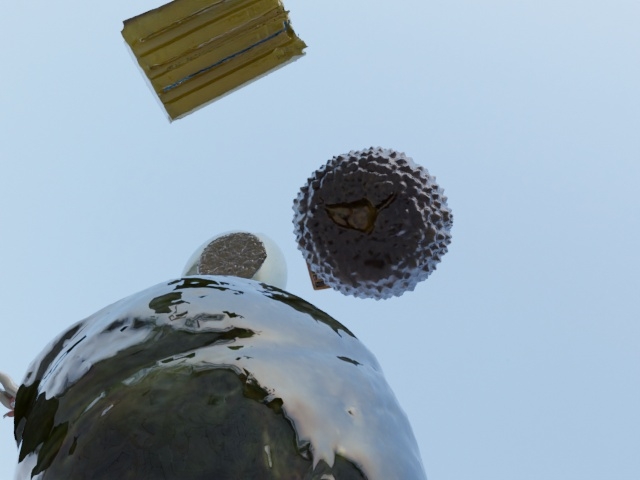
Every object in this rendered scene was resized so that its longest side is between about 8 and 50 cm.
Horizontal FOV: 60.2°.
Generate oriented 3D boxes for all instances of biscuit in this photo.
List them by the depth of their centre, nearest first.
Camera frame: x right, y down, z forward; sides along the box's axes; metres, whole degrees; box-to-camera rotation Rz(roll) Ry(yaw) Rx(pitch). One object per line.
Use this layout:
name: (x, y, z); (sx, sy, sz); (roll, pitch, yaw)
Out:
biscuit: (-0.145, 0.030, 0.902); (0.120, 0.015, 0.120); (-8, -134, 8)

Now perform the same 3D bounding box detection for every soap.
soap: (-0.211, -0.397, 1.122); (0.325, 0.096, 0.204); (-30, -75, -13)

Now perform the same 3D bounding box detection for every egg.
egg: (-0.231, 0.106, 1.544); (0.279, 0.336, 0.278); (7, -69, 17)

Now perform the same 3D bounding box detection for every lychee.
lychee: (0.089, -0.027, 0.920); (0.268, 0.267, 0.267); (-4, -103, 18)

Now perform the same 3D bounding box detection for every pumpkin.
pumpkin: (-0.061, 0.169, 0.422); (0.256, 0.303, 0.225); (-36, -132, 2)

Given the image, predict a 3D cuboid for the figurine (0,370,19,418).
figurine: (-0.324, 0.179, 0.614); (0.109, 0.047, 0.064); (36, -82, -3)

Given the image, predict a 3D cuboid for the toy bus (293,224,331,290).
toy bus: (0.000, 0.000, 1.119); (0.088, 0.083, 0.194); (-13, -73, 5)
